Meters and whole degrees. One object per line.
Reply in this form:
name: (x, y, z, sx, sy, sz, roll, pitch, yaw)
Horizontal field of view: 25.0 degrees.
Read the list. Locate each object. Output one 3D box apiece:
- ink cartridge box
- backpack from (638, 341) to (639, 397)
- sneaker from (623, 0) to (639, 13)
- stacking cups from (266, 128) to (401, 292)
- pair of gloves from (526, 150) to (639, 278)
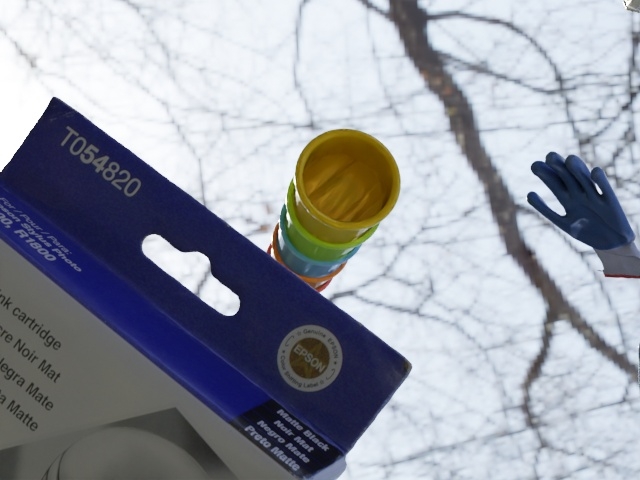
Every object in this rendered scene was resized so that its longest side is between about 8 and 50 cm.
ink cartridge box: (-0.111, 0.079, 0.635, 0.223, 0.045, 0.224, 36, -89, 16)
backpack: (0.476, 0.165, 1.701, 0.173, 0.117, 0.158, 10, -65, 32)
sneaker: (0.387, -0.289, 1.203, 0.330, 0.147, 0.130, 124, -17, -60)
stacking cups: (0.000, 0.000, 1.387, 0.316, 0.096, 0.096, 114, -41, -68)
pair of gloves: (0.268, -0.023, 1.198, 0.198, 0.023, 0.159, -1, -41, 42)
